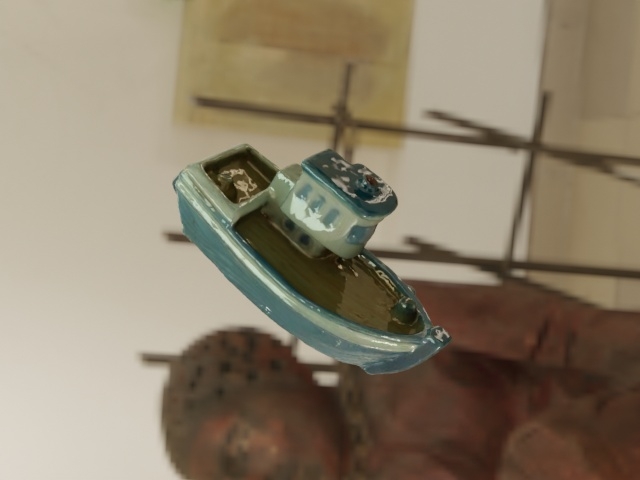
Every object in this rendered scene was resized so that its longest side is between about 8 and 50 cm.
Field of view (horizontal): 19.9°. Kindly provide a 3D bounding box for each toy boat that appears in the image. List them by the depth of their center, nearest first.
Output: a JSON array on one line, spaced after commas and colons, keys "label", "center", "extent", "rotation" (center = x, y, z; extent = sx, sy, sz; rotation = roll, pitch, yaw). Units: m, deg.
[{"label": "toy boat", "center": [0.000, 0.000, 1.180], "extent": [0.215, 0.088, 0.102], "rotation": [43, 126, 14]}]
